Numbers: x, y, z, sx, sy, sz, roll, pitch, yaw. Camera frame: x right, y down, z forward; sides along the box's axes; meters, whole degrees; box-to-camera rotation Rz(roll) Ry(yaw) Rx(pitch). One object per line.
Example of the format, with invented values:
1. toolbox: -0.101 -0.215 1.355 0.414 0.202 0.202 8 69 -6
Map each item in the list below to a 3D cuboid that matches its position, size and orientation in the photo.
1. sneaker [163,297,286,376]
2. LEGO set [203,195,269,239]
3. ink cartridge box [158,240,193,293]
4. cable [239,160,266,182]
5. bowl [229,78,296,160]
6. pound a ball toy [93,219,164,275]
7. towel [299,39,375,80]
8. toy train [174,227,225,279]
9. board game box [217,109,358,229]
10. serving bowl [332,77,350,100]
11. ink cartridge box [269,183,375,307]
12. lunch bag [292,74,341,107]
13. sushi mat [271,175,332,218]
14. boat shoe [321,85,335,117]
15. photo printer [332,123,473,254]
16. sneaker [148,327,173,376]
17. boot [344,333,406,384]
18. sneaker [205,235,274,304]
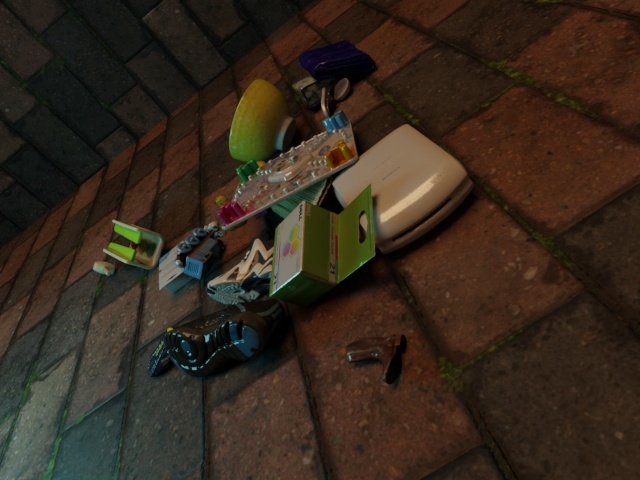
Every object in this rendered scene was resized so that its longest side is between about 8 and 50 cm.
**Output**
1. sneaker: -0.220 0.218 1.188 0.340 0.125 0.139 -16 14 35
2. LEGO set: -0.274 -0.096 1.618 0.227 0.093 0.087 -26 35 23
3. ink cartridge box: -0.433 0.090 1.588 0.104 0.060 0.180 -37 32 6
4. cable: -0.161 -0.180 1.623 0.287 0.072 0.139 16 67 53
5. bowl: -0.176 -0.385 1.781 0.156 0.289 0.290 23 59 8
6. pound a ball toy: -0.681 0.049 1.867 0.319 0.135 0.208 11 84 52
7. towel: 0.051 -0.669 1.917 0.227 0.076 0.308 -12 30 -7
8. toy train: -0.350 0.033 1.523 0.184 0.105 0.080 -61 -7 -58
9. board game box: -0.089 -0.209 1.436 0.389 0.050 0.390 -26 24 13
10. serving bowl: 0.077 -0.524 1.824 0.083 0.027 0.083 -33 46 42
11. ink cartridge box: 0.000 0.000 1.099 0.255 0.097 0.189 -42 37 44
12. lunch bag: -0.009 -0.556 1.900 0.151 0.096 0.129 -33 31 -4
13. sushi mat: -0.058 -0.121 1.401 0.151 0.019 0.316 -62 23 2
14. boat shoe: 0.029 -0.481 1.796 0.040 0.049 0.142 -17 54 23
15. photo printer: 0.174 -0.115 1.156 0.256 0.107 0.307 -37 32 7
16. sneaker: -0.384 0.287 1.310 0.144 0.059 0.053 -55 41 13
17. boot: 0.087 0.210 0.917 0.114 0.037 0.106 -12 29 33
18. sneaker: -0.172 0.066 1.315 0.234 0.094 0.153 -23 35 26
